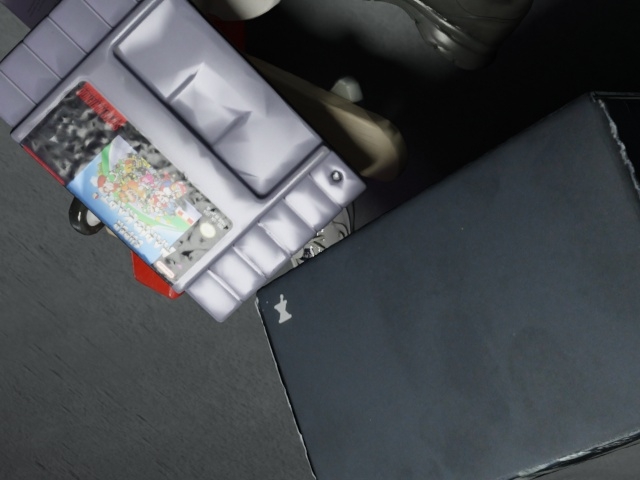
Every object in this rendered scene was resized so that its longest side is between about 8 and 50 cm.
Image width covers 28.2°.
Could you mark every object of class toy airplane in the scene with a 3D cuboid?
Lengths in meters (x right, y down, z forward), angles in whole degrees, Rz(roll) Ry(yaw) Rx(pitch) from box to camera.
[{"bbox_3d":[-0.124,-0.170,1.482,0.384,0.272,0.386,-28,84,28],"label":"toy airplane"}]

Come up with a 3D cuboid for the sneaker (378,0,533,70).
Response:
[{"bbox_3d":[0.102,-0.303,1.351,0.286,0.109,0.130,27,132,-21],"label":"sneaker"}]

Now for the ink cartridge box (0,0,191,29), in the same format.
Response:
[{"bbox_3d":[-0.219,-0.320,1.351,0.239,0.060,0.275,42,117,7],"label":"ink cartridge box"}]

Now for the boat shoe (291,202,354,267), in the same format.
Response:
[{"bbox_3d":[0.000,0.000,1.701,0.095,0.084,0.258,-1,134,22],"label":"boat shoe"}]

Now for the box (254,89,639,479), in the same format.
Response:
[{"bbox_3d":[0.279,0.075,1.348,0.472,0.297,0.480,-4,159,-45],"label":"box"}]

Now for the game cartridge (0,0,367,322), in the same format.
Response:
[{"bbox_3d":[-0.153,-0.104,1.316,0.230,0.068,0.355,-44,104,5],"label":"game cartridge"}]
